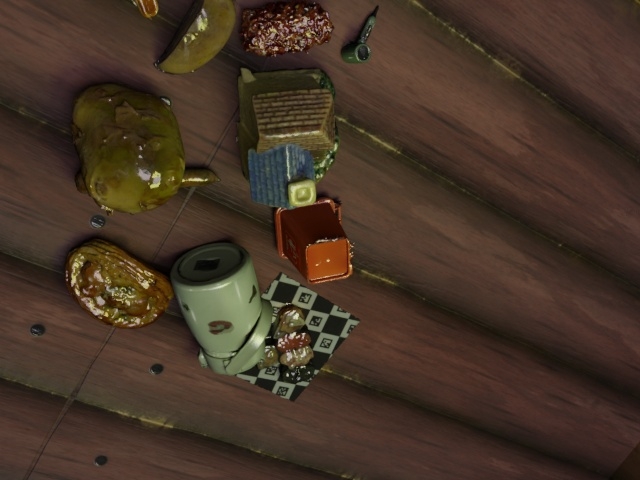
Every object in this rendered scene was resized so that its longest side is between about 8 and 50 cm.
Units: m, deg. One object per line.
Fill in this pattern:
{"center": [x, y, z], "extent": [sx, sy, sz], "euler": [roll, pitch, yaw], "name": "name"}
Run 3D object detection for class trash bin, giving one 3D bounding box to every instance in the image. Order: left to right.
{"center": [0.000, 0.000, 1.919], "extent": [0.185, 0.238, 0.161], "euler": [-11, 119, -15], "name": "trash bin"}

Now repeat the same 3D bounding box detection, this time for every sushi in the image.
{"center": [-0.087, 0.302, 2.141], "extent": [0.320, 0.068, 0.339], "euler": [34, 101, -30], "name": "sushi"}

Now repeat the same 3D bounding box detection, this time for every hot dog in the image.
{"center": [-0.494, 0.108, 1.872], "extent": [0.196, 0.122, 0.272], "euler": [-40, 124, 16], "name": "hot dog"}
{"center": [-0.385, -0.540, 1.632], "extent": [0.057, 0.041, 0.133], "euler": [-18, 113, -10], "name": "hot dog"}

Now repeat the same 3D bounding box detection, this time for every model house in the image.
{"center": [-0.053, -0.227, 1.774], "extent": [0.262, 0.266, 0.321], "euler": [-7, 118, -11], "name": "model house"}

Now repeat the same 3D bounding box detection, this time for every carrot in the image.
{"center": [-0.405, -0.149, 1.807], "extent": [0.343, 0.070, 0.070], "euler": [-4, 117, -23], "name": "carrot"}

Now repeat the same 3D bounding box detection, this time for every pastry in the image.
{"center": [-0.078, -0.483, 1.730], "extent": [0.209, 0.097, 0.115], "euler": [-14, 126, -11], "name": "pastry"}

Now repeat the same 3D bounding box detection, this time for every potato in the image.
{"center": [-0.409, -0.205, 1.659], "extent": [0.247, 0.196, 0.299], "euler": [-19, 103, -23], "name": "potato"}
{"center": [-0.251, -0.457, 1.680], "extent": [0.120, 0.100, 0.261], "euler": [26, 105, -28], "name": "potato"}

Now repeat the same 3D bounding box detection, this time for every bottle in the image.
{"center": [-0.233, 0.200, 1.954], "extent": [0.229, 0.229, 0.351], "euler": [-18, 120, -10], "name": "bottle"}

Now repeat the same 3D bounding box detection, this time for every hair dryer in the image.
{"center": [0.105, -0.494, 1.817], "extent": [0.047, 0.071, 0.150], "euler": [24, 89, -32], "name": "hair dryer"}
